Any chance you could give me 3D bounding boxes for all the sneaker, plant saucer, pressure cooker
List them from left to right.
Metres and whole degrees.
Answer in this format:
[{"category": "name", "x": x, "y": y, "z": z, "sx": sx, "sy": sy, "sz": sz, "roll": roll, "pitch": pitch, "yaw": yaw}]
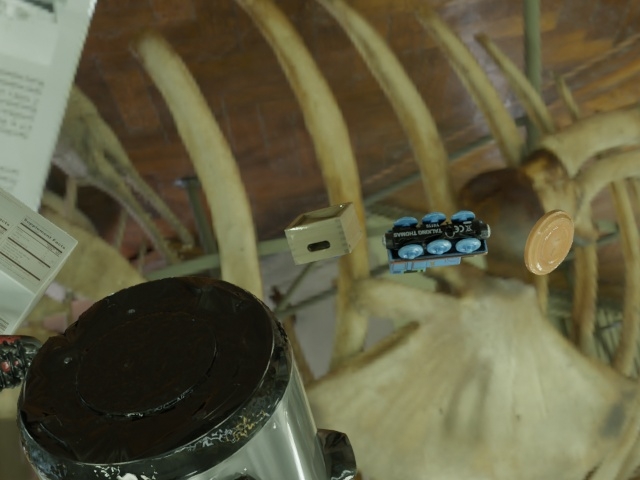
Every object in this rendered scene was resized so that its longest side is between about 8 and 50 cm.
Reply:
[{"category": "sneaker", "x": -0.573, "y": 0.187, "z": 1.619, "sx": 0.276, "sy": 0.135, "sz": 0.097, "roll": -13, "pitch": 121, "yaw": -21}, {"category": "pressure cooker", "x": -0.171, "y": 0.305, "z": 1.411, "sx": 0.370, "sy": 0.375, "sz": 0.420, "roll": 12, "pitch": 134, "yaw": 30}, {"category": "plant saucer", "x": 0.278, "y": 0.004, "z": 1.250, "sx": 0.083, "sy": 0.083, "sz": 0.013, "roll": 11, "pitch": -165, "yaw": -44}]

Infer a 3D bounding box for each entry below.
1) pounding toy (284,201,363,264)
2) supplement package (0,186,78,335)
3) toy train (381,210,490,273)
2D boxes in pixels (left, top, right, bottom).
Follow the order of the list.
[{"category": "pounding toy", "x": 0.000, "y": 0.000, "z": 1.942, "sx": 0.141, "sy": 0.100, "sz": 0.130, "roll": -13, "pitch": -167, "yaw": 19}, {"category": "supplement package", "x": -0.581, "y": 0.053, "z": 1.800, "sx": 0.204, "sy": 0.145, "sz": 0.262, "roll": 36, "pitch": 135, "yaw": -9}, {"category": "toy train", "x": 0.196, "y": 0.003, "z": 1.767, "sx": 0.184, "sy": 0.080, "sz": 0.105, "roll": -6, "pitch": 153, "yaw": -1}]
